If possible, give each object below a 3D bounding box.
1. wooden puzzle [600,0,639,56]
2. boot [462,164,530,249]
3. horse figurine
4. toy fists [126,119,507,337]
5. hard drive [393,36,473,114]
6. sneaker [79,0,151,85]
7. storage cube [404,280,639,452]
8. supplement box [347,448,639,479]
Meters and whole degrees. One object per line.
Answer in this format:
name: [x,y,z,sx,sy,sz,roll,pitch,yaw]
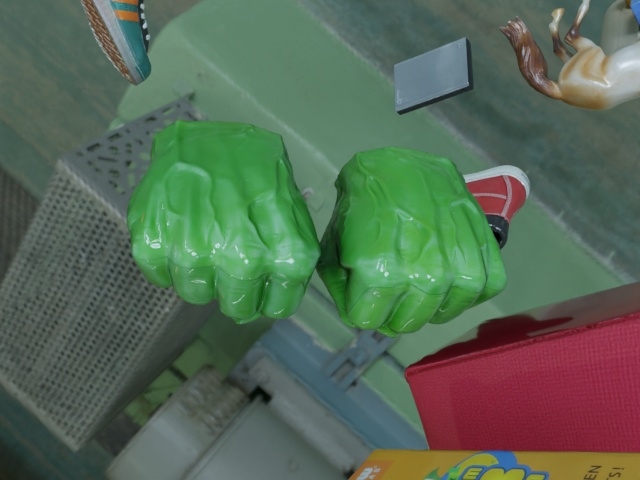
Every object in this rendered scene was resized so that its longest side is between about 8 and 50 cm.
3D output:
wooden puzzle: [0.585,-0.413,1.335,0.347,0.322,0.080,-29,107,32]
boot: [0.186,-0.018,1.287,0.244,0.176,0.088,-17,119,40]
horse figurine: [0.331,-0.204,0.921,0.263,0.175,0.066,-4,156,25]
toy fists: [0.000,0.000,0.620,0.279,0.142,0.096,8,129,-16]
hard drive: [0.183,-0.267,1.385,0.135,0.094,0.022,-16,150,32]
sneaker: [-0.324,-0.403,1.371,0.108,0.121,0.302,30,147,49]
storage cube: [0.189,0.125,0.520,0.193,0.215,0.184,-18,87,27]
supplement box: [0.097,0.135,0.336,0.233,0.078,0.080,-17,106,46]
